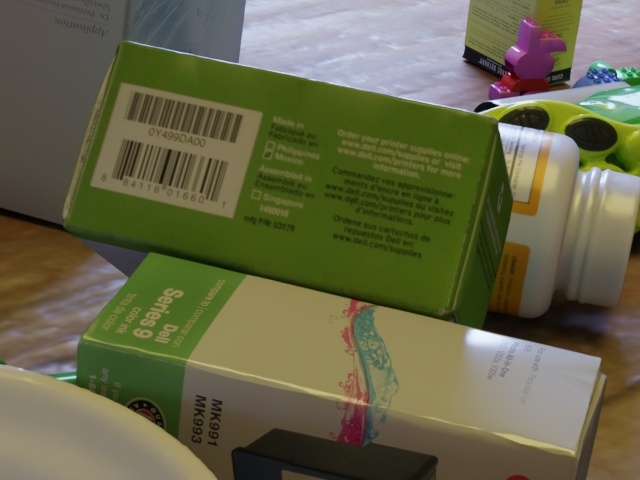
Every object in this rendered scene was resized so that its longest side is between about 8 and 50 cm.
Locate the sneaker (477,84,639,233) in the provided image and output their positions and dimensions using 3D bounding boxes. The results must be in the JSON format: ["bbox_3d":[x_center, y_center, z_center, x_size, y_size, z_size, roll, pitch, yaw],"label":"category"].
[{"bbox_3d":[0.203,-0.053,1.220,0.295,0.109,0.123,-8,2,-21],"label":"sneaker"}]

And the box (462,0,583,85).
[{"bbox_3d":[0.178,-0.249,1.431,0.058,0.232,0.087,-15,33,-33],"label":"box"}]

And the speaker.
[{"bbox_3d":[0.182,-0.087,1.305,0.136,0.055,0.055,-12,32,-32],"label":"speaker"}]

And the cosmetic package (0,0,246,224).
[{"bbox_3d":[-0.146,-0.155,1.167,0.138,0.224,0.224,16,28,13],"label":"cosmetic package"}]

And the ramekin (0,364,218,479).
[{"bbox_3d":[-0.166,0.164,0.615,0.277,0.135,0.277,6,26,-3],"label":"ramekin"}]

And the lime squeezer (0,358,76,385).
[{"bbox_3d":[-0.210,0.084,0.881,0.310,0.059,0.110,0,-3,-12],"label":"lime squeezer"}]

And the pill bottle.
[{"bbox_3d":[0.087,-0.019,1.071,0.215,0.117,0.117,12,26,8],"label":"pill bottle"}]

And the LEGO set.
[{"bbox_3d":[0.264,-0.150,1.409,0.227,0.093,0.087,-5,29,-23],"label":"LEGO set"}]

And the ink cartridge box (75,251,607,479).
[{"bbox_3d":[0.004,0.110,0.745,0.212,0.154,0.093,12,26,10],"label":"ink cartridge box"}]

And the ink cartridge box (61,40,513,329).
[{"bbox_3d":[0.000,0.000,0.889,0.189,0.097,0.255,13,-11,13],"label":"ink cartridge box"}]
